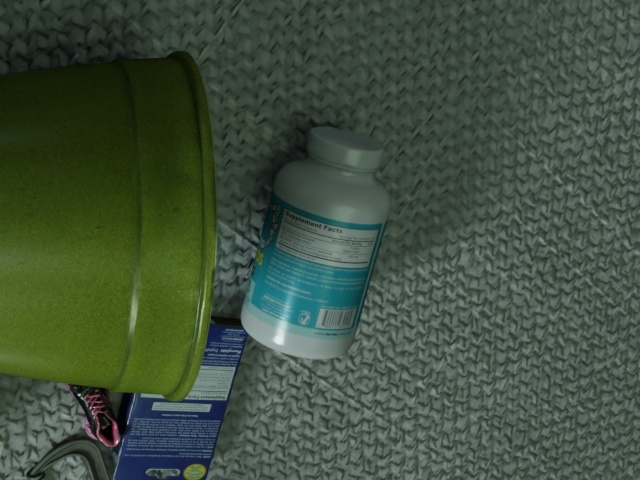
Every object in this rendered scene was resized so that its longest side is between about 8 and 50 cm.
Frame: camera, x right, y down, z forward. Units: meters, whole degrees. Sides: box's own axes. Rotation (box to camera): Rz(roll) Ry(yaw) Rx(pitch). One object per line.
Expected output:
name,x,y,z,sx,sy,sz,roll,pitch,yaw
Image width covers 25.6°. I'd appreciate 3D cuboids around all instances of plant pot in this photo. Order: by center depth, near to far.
plant pot,-0.318,-0.016,1.427,0.353,0.366,0.366,1,112,-17

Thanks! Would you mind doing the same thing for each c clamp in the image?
c clamp,-0.322,0.325,1.754,0.137,0.022,0.161,-18,120,-22

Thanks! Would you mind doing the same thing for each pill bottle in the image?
pill bottle,0.000,0.000,1.712,0.146,0.146,0.264,5,109,-32

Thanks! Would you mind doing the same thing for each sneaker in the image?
sneaker,-0.270,0.202,1.706,0.047,0.057,0.119,-26,122,-15

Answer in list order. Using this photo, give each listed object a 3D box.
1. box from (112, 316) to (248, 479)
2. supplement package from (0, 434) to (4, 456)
box,-0.181,0.201,1.769,0.136,0.036,0.225,7,107,-32
supplement package,-0.473,0.225,1.508,0.194,0.203,0.149,8,108,-32
